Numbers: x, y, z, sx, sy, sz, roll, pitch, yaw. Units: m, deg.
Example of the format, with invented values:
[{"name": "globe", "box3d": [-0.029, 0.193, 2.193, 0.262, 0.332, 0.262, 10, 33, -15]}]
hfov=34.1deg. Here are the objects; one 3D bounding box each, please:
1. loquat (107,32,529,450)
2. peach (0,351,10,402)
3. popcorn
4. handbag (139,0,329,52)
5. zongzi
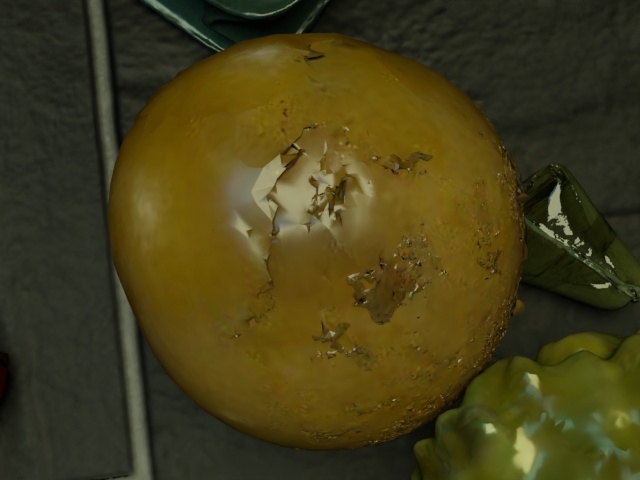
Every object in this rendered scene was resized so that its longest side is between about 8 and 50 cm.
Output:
[{"name": "loquat", "box3d": [0.000, 0.000, 0.573, 0.235, 0.235, 0.234, 0, 77, 2]}, {"name": "peach", "box3d": [-0.277, 0.066, 0.638, 0.127, 0.092, 0.172, -32, 81, -2]}, {"name": "popcorn", "box3d": [0.154, 0.159, 0.529, 0.249, 0.225, 0.249, -16, 66, 40]}, {"name": "handbag", "box3d": [-0.035, -0.303, 0.717, 0.239, 0.089, 0.326, 34, 82, 9]}, {"name": "zongzi", "box3d": [0.136, 0.022, 0.662, 0.113, 0.052, 0.104, -37, 86, 9]}]
